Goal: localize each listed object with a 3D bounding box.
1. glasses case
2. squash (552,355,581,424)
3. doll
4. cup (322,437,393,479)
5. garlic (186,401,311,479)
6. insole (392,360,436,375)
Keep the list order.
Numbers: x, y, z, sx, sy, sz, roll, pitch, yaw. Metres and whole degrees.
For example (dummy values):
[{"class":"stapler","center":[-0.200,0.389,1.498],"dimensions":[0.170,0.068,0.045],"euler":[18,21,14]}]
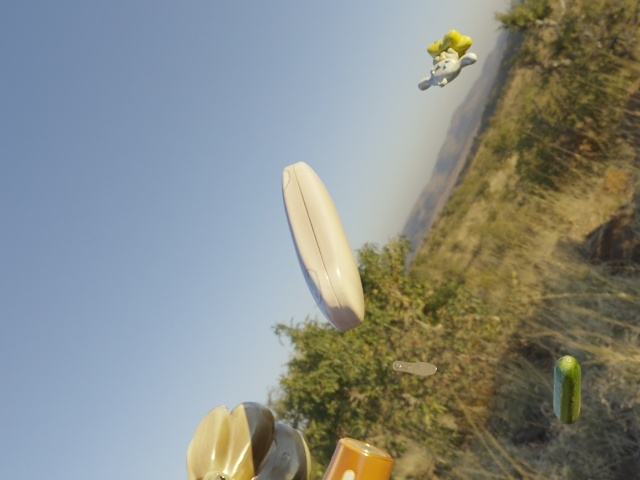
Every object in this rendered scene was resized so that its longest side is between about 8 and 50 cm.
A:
[{"class":"glasses case","center":[0.000,0.000,0.875],"dimensions":[0.297,0.075,0.113],"euler":[-107,-7,-45]},{"class":"squash","center":[0.644,0.394,1.582],"dimensions":[0.069,0.069,0.239],"euler":[-58,-38,-48]},{"class":"doll","center":[0.243,-0.338,1.178],"dimensions":[0.135,0.071,0.113],"euler":[-41,33,33]},{"class":"cup","center":[0.055,0.585,1.330],"dimensions":[0.226,0.182,0.264],"euler":[46,-117,-70]},{"class":"garlic","center":[-0.132,0.419,1.094],"dimensions":[0.210,0.237,0.292],"euler":[-66,-8,18]},{"class":"insole","center":[0.282,0.384,1.828],"dimensions":[0.002,0.134,0.045],"euler":[66,-146,-52]}]
